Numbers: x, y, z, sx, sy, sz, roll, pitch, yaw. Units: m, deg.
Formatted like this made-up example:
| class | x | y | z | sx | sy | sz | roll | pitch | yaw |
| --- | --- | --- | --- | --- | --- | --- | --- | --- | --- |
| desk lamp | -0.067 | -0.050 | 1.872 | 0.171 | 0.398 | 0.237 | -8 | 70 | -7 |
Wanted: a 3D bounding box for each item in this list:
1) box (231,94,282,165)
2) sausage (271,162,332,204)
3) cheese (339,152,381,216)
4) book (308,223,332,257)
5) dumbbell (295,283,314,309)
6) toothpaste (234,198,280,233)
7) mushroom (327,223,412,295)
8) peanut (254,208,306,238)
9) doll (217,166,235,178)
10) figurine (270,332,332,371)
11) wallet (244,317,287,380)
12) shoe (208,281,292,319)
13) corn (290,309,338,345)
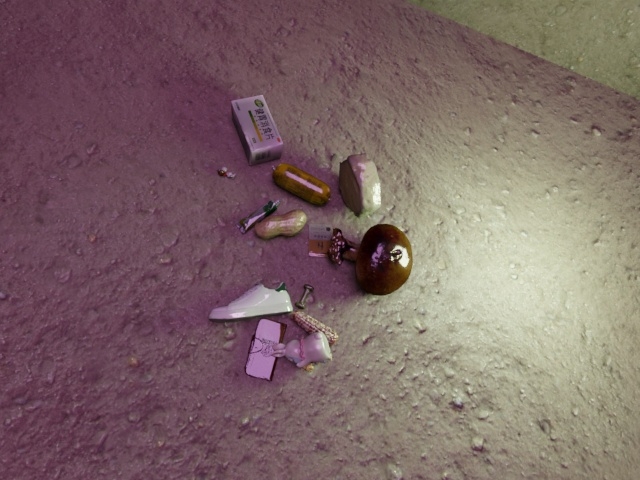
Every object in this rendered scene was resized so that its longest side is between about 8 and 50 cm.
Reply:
| class | x | y | z | sx | sy | sz | roll | pitch | yaw |
| --- | --- | --- | --- | --- | --- | --- | --- | --- | --- |
| box | -0.331 | -0.571 | 2.083 | 0.173 | 0.145 | 0.332 | -17 | 74 | -18 |
| sausage | -0.094 | -0.283 | 2.031 | 0.347 | 0.123 | 0.123 | 29 | 68 | 1 |
| cheese | 0.186 | -0.274 | 1.974 | 0.115 | 0.326 | 0.318 | -15 | 38 | -15 |
| book | 0.000 | 0.000 | 2.004 | 0.118 | 0.012 | 0.172 | 3 | 70 | -9 |
| dumbbell | -0.074 | 0.260 | 1.876 | 0.052 | 0.046 | 0.117 | 23 | 67 | 4 |
| toothpaste | -0.298 | -0.128 | 1.980 | 0.248 | 0.047 | 0.078 | -37 | 76 | -18 |
| mushroom | 0.249 | 0.100 | 1.920 | 0.334 | 0.357 | 0.330 | 31 | 50 | -44 |
| peanut | -0.186 | -0.071 | 1.942 | 0.257 | 0.123 | 0.123 | -18 | 74 | -14 |
| doll | -0.473 | -0.335 | 2.027 | 0.085 | 0.040 | 0.058 | 43 | 58 | 7 |
| figurine | -0.082 | 0.485 | 1.745 | 0.236 | 0.155 | 0.127 | -17 | 39 | 10 |
| wallet | -0.243 | 0.473 | 1.774 | 0.137 | 0.031 | 0.255 | 17 | 69 | -7 |
| shoe | -0.310 | 0.264 | 1.789 | 0.364 | 0.132 | 0.160 | -5 | 72 | -17 |
| corn | -0.028 | 0.390 | 1.820 | 0.237 | 0.079 | 0.079 | 34 | 68 | 3 |
